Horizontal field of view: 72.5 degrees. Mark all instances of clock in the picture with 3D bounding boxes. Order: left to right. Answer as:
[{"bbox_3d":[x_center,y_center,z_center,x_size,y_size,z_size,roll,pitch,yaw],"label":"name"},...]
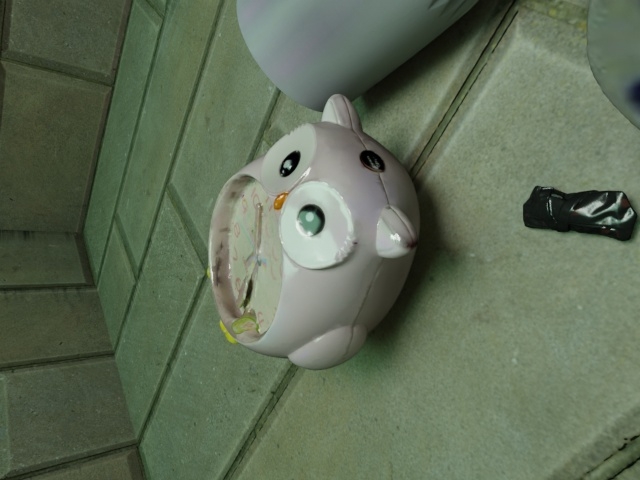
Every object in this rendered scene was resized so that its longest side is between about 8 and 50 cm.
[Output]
[{"bbox_3d":[0.000,0.000,0.692,0.376,0.251,0.368,-49,52,44],"label":"clock"}]

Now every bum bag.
[{"bbox_3d":[0.295,-0.034,0.507,0.124,0.034,0.057,10,110,50],"label":"bum bag"}]

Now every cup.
[{"bbox_3d":[0.073,-0.371,0.623,0.372,0.253,0.253,-21,72,45],"label":"cup"}]

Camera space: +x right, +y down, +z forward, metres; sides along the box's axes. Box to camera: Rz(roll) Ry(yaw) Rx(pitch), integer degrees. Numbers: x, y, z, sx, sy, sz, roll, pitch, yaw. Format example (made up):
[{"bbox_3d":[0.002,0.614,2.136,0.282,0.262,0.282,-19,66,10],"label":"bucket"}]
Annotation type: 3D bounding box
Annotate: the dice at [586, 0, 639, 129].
[{"bbox_3d":[0.330,-0.194,0.249,0.243,0.251,0.259,37,91,36],"label":"dice"}]
